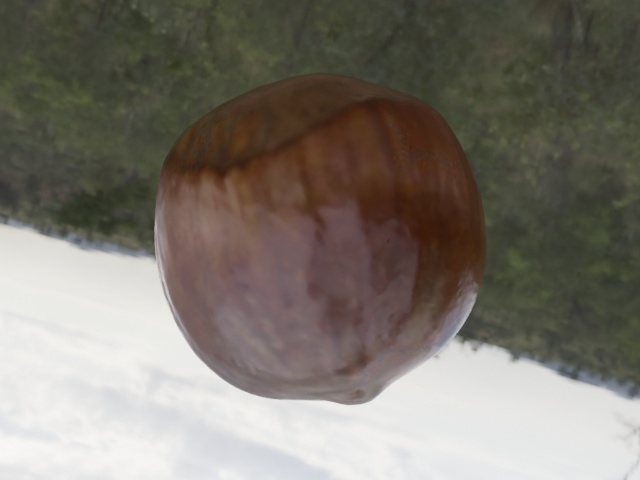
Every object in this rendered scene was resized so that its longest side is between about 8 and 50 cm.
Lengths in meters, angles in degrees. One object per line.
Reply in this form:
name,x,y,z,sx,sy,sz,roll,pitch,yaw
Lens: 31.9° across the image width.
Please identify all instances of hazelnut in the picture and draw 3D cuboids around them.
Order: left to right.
hazelnut,0.000,0.000,0.697,0.214,0.214,0.176,15,-177,26
